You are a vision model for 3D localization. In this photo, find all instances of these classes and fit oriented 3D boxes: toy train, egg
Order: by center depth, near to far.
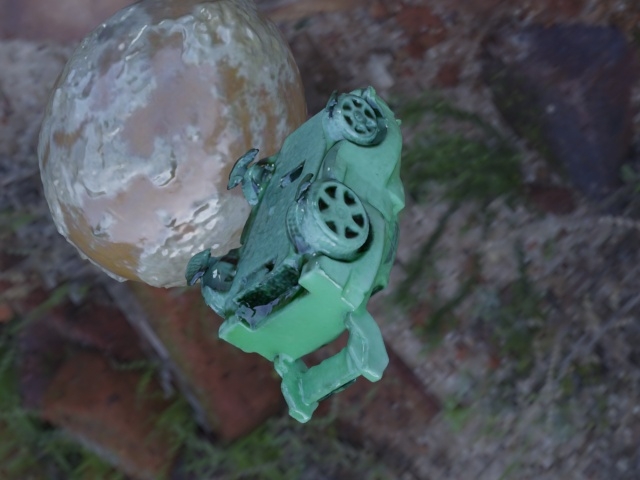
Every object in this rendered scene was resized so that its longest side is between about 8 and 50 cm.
[{"bbox_3d":[0.000,0.000,0.884,0.081,0.149,0.099,38,135,-17],"label":"toy train"},{"bbox_3d":[-0.106,-0.078,1.395,0.203,0.203,0.245,35,121,14],"label":"egg"}]
